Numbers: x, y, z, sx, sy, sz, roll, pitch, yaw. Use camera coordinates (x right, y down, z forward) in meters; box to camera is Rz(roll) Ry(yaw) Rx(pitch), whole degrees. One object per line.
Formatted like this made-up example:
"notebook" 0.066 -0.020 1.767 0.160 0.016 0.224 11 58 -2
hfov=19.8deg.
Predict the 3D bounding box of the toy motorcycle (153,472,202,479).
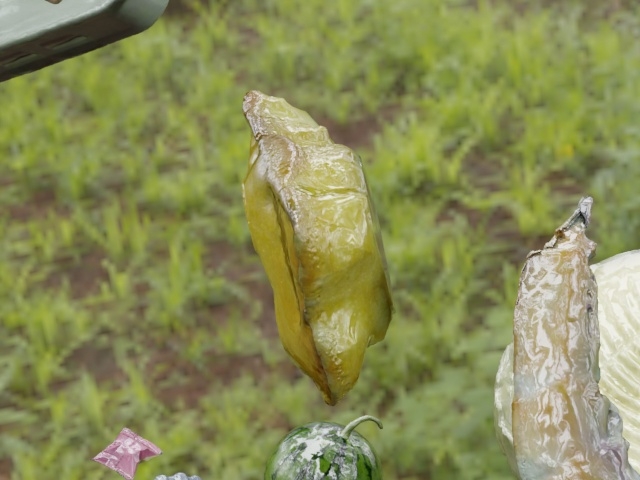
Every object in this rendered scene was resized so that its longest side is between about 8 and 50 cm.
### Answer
"toy motorcycle" -0.282 0.382 1.886 0.416 0.232 0.172 -28 49 -8

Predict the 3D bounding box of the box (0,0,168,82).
"box" -0.357 -0.387 2.111 0.396 0.396 0.111 -14 -17 29

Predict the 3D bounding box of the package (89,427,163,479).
"package" -0.229 0.254 2.164 0.059 0.029 0.083 28 29 14

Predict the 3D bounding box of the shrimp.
"shrimp" 0.205 0.135 1.168 0.185 0.287 0.068 -48 8 -26

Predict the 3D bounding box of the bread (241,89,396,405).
"bread" 0.000 0.000 1.238 0.088 0.161 0.233 -18 27 3

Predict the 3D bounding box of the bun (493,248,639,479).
"bun" 0.265 0.137 1.458 0.259 0.152 0.259 -16 49 20

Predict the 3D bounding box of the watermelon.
"watermelon" 0.003 0.192 1.488 0.109 0.109 0.109 -8 20 3

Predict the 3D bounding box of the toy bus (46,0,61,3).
"toy bus" -0.133 -0.290 1.125 0.139 0.289 0.157 27 41 2
